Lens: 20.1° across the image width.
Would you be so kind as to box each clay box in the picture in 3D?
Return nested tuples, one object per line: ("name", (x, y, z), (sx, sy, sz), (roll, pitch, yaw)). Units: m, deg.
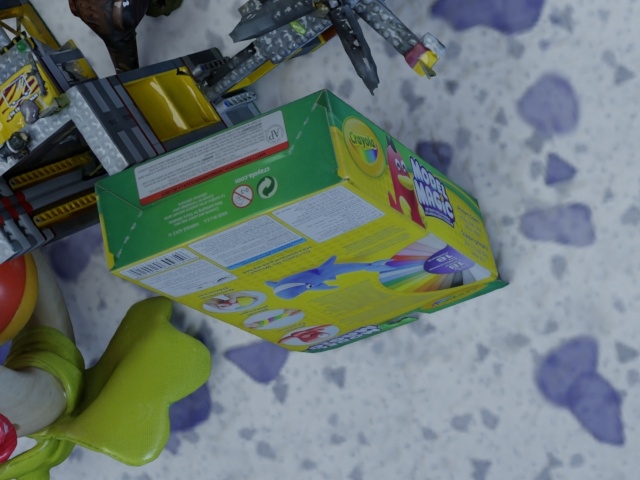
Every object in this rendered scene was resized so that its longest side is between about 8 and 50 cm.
("clay box", (0.000, 0.000, 0.911), (0.127, 0.222, 0.053), (-20, 69, 20))

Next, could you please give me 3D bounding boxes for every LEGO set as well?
("LEGO set", (-0.105, -0.142, 0.921), (0.331, 0.192, 0.255), (-26, 92, 25))

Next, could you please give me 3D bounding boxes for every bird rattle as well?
("bird rattle", (-0.197, 0.054, 0.991), (0.143, 0.253, 0.207), (-37, 63, 25))
